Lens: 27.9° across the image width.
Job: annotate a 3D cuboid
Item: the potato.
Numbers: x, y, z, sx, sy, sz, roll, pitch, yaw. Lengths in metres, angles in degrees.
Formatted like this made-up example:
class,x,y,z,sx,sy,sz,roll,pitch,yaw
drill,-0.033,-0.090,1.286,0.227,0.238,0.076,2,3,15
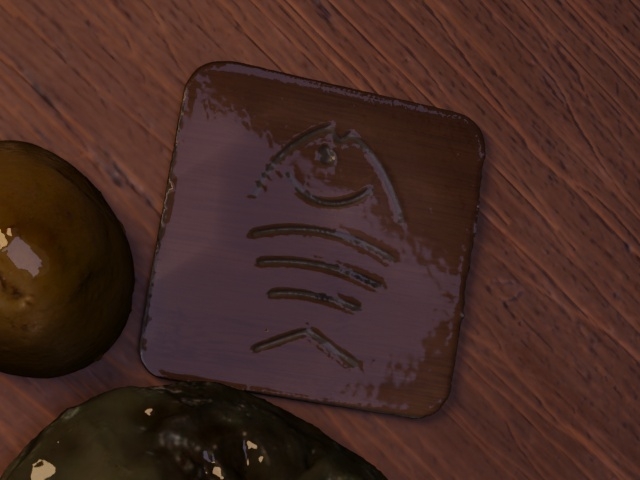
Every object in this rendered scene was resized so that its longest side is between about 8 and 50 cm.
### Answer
class,x,y,z,sx,sy,sz,roll,pitch,yaw
potato,-0.228,0.016,1.000,0.178,0.158,0.203,-14,94,-16

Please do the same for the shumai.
class,x,y,z,sx,sy,sz,roll,pitch,yaw
shumai,-0.060,0.285,0.942,0.397,0.323,0.324,28,81,-11

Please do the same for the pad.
class,x,y,z,sx,sy,sz,roll,pitch,yaw
pad,0.000,0.000,1.135,0.287,0.018,0.284,11,84,-16
